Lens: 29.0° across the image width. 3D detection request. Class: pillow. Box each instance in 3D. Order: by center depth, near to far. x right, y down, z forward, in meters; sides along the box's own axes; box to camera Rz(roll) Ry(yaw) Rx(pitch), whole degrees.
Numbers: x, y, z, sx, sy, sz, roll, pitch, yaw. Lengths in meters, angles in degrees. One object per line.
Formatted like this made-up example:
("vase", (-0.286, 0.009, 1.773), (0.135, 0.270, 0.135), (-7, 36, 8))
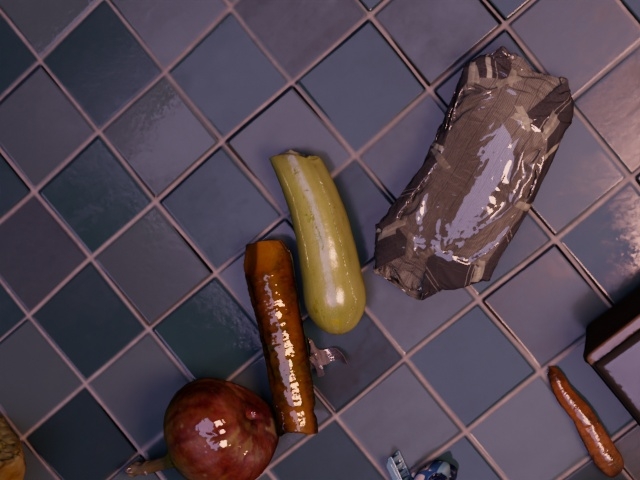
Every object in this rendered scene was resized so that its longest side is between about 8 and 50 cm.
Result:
("pillow", (0.189, -0.073, 1.549), (0.161, 0.092, 0.335), (29, 101, 11))

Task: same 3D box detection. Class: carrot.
("carrot", (0.339, 0.232, 1.588), (0.035, 0.035, 0.165), (-31, 88, 12))
("carrot", (-0.050, 0.128, 1.612), (0.070, 0.070, 0.260), (-12, 87, 11))

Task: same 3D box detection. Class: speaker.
("speaker", (0.449, 0.113, 1.478), (0.231, 0.192, 0.153), (-40, 90, 16))

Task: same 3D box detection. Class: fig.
("fig", (-0.162, 0.254, 1.643), (0.230, 0.160, 0.143), (-5, 71, 48))

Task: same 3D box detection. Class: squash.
("squash", (0.000, 0.000, 1.599), (0.083, 0.083, 0.250), (-15, 92, 12))

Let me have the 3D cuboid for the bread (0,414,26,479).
("bread", (-0.517, 0.362, 1.678), (0.238, 0.196, 0.252), (21, 102, 3))

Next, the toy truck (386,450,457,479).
("toy truck", (0.129, 0.316, 1.628), (0.090, 0.056, 0.073), (20, 106, 20))

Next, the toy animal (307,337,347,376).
("toy animal", (-0.008, 0.155, 1.643), (0.084, 0.028, 0.050), (-15, 102, 11))
